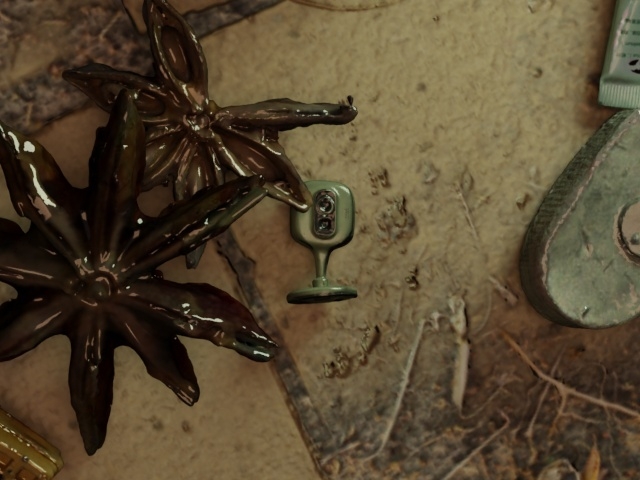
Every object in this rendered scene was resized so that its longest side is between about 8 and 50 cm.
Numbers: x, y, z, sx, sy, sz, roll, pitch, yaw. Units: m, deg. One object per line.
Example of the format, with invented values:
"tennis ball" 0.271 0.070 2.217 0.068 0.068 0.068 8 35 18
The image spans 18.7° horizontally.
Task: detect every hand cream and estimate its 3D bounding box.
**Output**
"hand cream" 0.270 -0.265 1.485 0.085 0.058 0.331 4 92 -10

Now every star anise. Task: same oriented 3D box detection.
"star anise" -0.097 -0.078 1.441 0.208 0.063 0.172 30 93 -7
"star anise" -0.156 0.028 1.399 0.288 0.088 0.288 2 108 7

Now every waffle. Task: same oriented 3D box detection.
"waffle" -0.273 0.157 1.419 0.148 0.042 0.102 38 107 -9

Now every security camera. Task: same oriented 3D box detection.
"security camera" 0.000 0.000 1.465 0.058 0.058 0.092 -3 84 -8

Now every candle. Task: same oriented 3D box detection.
"candle" 0.245 -0.017 1.488 0.192 0.068 0.169 -9 92 -11
